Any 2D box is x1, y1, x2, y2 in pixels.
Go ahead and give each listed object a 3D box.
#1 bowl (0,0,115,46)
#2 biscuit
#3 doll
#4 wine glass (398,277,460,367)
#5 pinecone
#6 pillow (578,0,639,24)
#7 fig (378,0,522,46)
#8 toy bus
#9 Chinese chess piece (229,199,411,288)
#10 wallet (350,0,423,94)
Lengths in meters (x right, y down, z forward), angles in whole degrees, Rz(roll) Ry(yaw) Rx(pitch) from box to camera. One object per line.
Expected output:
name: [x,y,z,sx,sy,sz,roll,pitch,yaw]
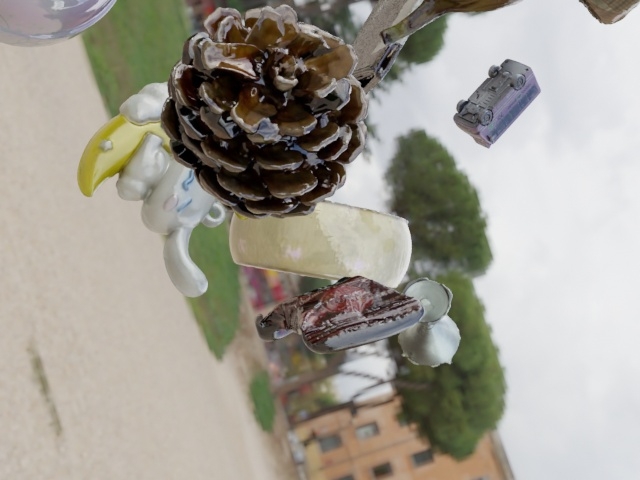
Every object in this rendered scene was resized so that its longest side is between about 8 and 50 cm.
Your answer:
bowl: [-0.356,-0.396,1.557,0.144,0.287,0.287,-7,-79,60]
biscuit: [0.014,0.088,1.543,0.235,0.151,0.063,-176,-110,-70]
doll: [-0.194,-0.084,1.667,0.237,0.252,0.111,38,-30,-12]
wine glass: [0.200,0.148,2.302,0.183,0.122,0.122,80,-8,-63]
pinecone: [-0.051,-0.118,1.079,0.184,0.179,0.204,25,-21,19]
pillow: [0.478,-0.472,2.186,0.135,0.211,0.034,-38,-160,47]
fig: [0.206,-0.421,1.904,0.191,0.290,0.191,55,19,-30]
toy bus: [0.359,-0.275,2.526,0.087,0.178,0.098,34,-12,47]
Chinese chess piece: [0.000,0.000,1.844,0.270,0.270,0.112,167,-67,-86]
wallet: [0.114,-0.364,2.278,0.071,0.221,0.262,37,-13,-12]
